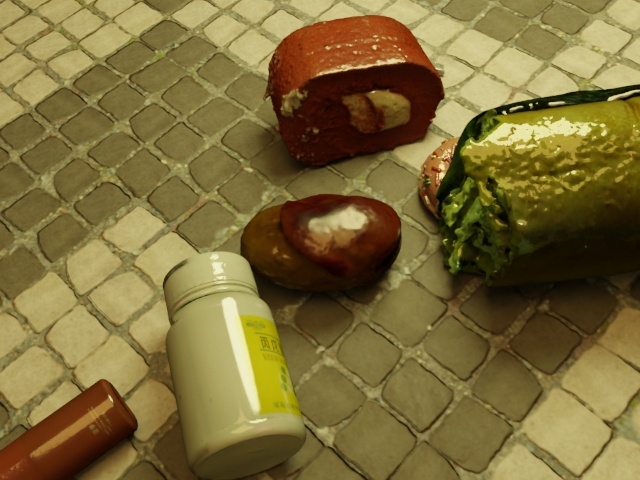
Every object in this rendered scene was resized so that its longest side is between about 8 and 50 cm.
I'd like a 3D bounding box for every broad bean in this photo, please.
[{"bbox_3d":[0.000,-0.003,0.927,0.229,0.122,0.156,3,59,4],"label":"broad bean"}]

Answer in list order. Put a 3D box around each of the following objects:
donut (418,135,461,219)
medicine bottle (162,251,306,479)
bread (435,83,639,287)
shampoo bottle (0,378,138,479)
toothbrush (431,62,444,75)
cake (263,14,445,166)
[{"bbox_3d":[0.215,-0.113,1.012,0.166,0.065,0.117,-31,59,-17],"label":"donut"},{"bbox_3d":[-0.117,0.150,0.823,0.143,0.143,0.258,-18,56,-6],"label":"medicine bottle"},{"bbox_3d":[0.352,-0.072,0.861,0.377,0.208,0.251,-6,98,0],"label":"bread"},{"bbox_3d":[-0.346,0.271,0.804,0.244,0.085,0.085,-34,60,-14],"label":"shampoo bottle"},{"bbox_3d":[0.094,-0.314,1.187,0.257,0.018,0.024,4,54,9],"label":"toothbrush"},{"bbox_3d":[0.051,-0.242,1.048,0.283,0.177,0.150,-13,56,-4],"label":"cake"}]
